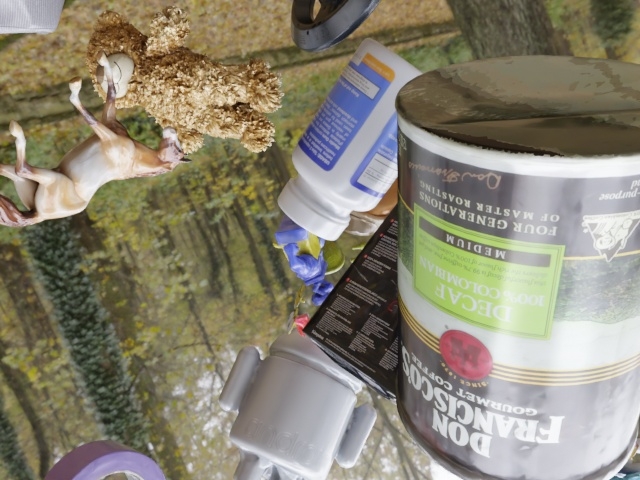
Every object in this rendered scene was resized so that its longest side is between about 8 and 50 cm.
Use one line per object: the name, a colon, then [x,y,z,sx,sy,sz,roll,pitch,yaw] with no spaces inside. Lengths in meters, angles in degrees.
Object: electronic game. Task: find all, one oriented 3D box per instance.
electronic game: [0.034,-0.386,0.884,0.048,0.229,0.229,27,154,-37]

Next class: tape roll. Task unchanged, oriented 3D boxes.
tape roll: [-0.344,0.421,0.935,0.080,0.189,0.189,-1,-158,46]

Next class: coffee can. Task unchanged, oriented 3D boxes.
coffee can: [0.157,0.022,0.451,0.201,0.276,0.202,-4,-149,2]

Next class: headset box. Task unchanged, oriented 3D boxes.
headset box: [0.156,0.064,0.720,0.218,0.110,0.293,27,-106,37]

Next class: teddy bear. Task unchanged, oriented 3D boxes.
teddy bear: [-0.222,-0.244,0.948,0.245,0.338,0.113,-44,-158,53]

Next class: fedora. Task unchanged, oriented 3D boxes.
fedora: [-0.467,-0.366,0.860,0.275,0.124,0.244,11,-157,17]

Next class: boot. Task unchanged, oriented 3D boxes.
boot: [0.138,-0.123,1.260,0.283,0.220,0.109,8,159,0]

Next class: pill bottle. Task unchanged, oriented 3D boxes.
pill bottle: [0.053,-0.140,0.870,0.272,0.152,0.152,-55,180,17]

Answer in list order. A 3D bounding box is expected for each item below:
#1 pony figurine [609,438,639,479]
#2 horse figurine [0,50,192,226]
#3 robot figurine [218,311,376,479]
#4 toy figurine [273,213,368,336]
pony figurine: [0.438,0.385,1.049,0.351,0.363,0.303,-35,-143,41]
horse figurine: [-0.295,-0.097,0.704,0.066,0.175,0.263,30,-119,33]
robot figurine: [-0.041,0.319,1.136,0.354,0.299,0.200,-65,-172,-22]
toy figurine: [0.000,0.000,1.177,0.191,0.217,0.362,-18,-160,16]
